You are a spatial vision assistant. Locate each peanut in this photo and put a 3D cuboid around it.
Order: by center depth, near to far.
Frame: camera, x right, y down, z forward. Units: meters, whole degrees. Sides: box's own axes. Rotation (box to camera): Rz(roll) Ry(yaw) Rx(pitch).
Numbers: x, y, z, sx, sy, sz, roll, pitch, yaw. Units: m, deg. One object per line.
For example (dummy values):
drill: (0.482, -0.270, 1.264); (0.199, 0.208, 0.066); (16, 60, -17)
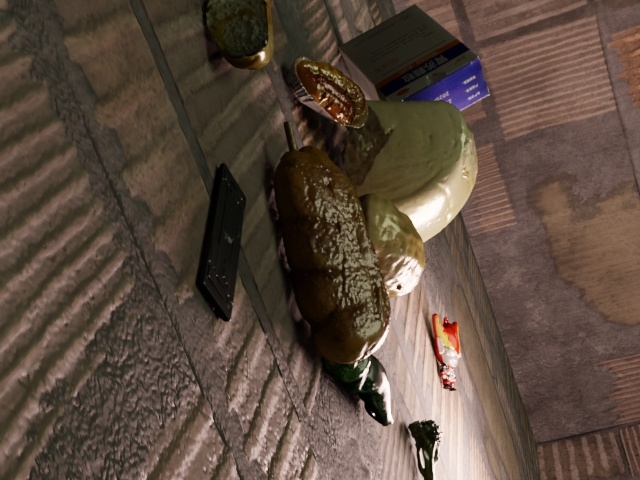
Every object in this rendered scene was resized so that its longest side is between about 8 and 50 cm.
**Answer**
peanut: (0.089, 0.013, 1.403); (0.313, 0.149, 0.149); (35, 40, -77)

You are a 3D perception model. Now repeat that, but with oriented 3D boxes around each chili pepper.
chili pepper: (0.064, 0.195, 1.324); (0.224, 0.061, 0.098); (50, 20, -53)

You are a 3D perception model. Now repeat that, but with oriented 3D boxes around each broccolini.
broccolini: (0.198, 0.416, 1.586); (0.067, 0.058, 0.216); (54, 25, -60)

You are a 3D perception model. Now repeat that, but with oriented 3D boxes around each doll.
doll: (0.289, 0.258, 2.110); (0.109, 0.057, 0.169); (24, 65, -50)

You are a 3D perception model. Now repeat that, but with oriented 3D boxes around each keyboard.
keyboard: (-0.105, -0.003, 1.000); (0.204, 0.013, 0.061); (-88, 156, -49)

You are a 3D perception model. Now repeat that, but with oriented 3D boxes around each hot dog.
hot dog: (0.016, -0.247, 1.536); (0.192, 0.053, 0.099); (25, 48, -45)

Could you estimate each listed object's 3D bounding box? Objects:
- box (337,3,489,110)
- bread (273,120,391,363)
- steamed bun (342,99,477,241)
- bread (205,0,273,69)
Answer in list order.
box: (0.190, -0.360, 1.937); (0.106, 0.200, 0.299); (62, -3, -40)
bread: (0.001, -0.001, 1.227); (0.124, 0.084, 0.344); (-6, 70, -34)
steamed bun: (0.157, -0.107, 1.704); (0.290, 0.273, 0.272); (20, 71, -68)
bread: (-0.096, -0.279, 1.194); (0.094, 0.083, 0.157); (49, 30, -64)
